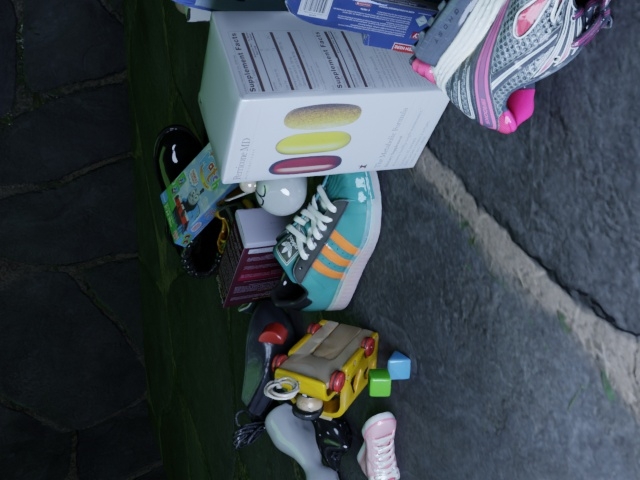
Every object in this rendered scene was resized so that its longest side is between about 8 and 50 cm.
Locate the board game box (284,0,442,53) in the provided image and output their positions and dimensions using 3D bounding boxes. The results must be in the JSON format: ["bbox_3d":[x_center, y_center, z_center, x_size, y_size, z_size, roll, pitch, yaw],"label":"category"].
[{"bbox_3d":[0.047,-0.297,0.793,0.060,0.194,0.194,114,157,-50],"label":"board game box"}]

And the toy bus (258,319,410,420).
[{"bbox_3d":[0.005,0.192,0.998,0.191,0.202,0.104,-130,37,-62],"label":"toy bus"}]

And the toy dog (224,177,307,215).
[{"bbox_3d":[-0.103,-0.168,1.110,0.334,0.160,0.220,-111,27,-73],"label":"toy dog"}]

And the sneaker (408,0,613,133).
[{"bbox_3d":[0.185,-0.205,0.553,0.112,0.121,0.299,47,148,9],"label":"sneaker"}]

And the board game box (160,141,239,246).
[{"bbox_3d":[-0.272,-0.112,1.656,0.211,0.039,0.160,-42,49,20],"label":"board game box"}]

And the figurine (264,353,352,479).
[{"bbox_3d":[-0.015,0.336,1.249,0.209,0.092,0.215,54,146,44],"label":"figurine"}]

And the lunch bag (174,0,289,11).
[{"bbox_3d":[-0.086,-0.375,0.916,0.115,0.303,0.243,-62,40,36],"label":"lunch bag"}]

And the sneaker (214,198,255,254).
[{"bbox_3d":[-0.179,0.020,1.553,0.084,0.083,0.215,-156,60,-63],"label":"sneaker"}]

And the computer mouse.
[{"bbox_3d":[-0.090,0.246,1.370,0.188,0.072,0.272,-19,-64,-67],"label":"computer mouse"}]

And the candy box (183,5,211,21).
[{"bbox_3d":[-0.130,-0.446,1.165,0.196,0.164,0.070,114,145,-54],"label":"candy box"}]

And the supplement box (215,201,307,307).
[{"bbox_3d":[-0.103,0.030,1.300,0.239,0.130,0.073,118,139,-54],"label":"supplement box"}]

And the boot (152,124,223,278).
[{"bbox_3d":[-0.320,-0.100,1.803,0.260,0.131,0.348,-141,43,-64],"label":"boot"}]

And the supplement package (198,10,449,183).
[{"bbox_3d":[-0.001,-0.164,0.825,0.139,0.244,0.134,112,144,-52],"label":"supplement package"}]

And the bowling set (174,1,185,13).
[{"bbox_3d":[-0.229,-0.485,1.335,0.154,0.199,0.287,-95,9,-50],"label":"bowling set"}]

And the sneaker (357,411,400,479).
[{"bbox_3d":[0.089,0.299,1.016,0.134,0.050,0.070,99,152,-43],"label":"sneaker"}]

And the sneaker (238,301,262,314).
[{"bbox_3d":[-0.136,0.057,1.450,0.064,0.086,0.192,-179,82,-68],"label":"sneaker"}]

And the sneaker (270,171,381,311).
[{"bbox_3d":[0.000,0.000,1.042,0.302,0.121,0.108,104,150,-41],"label":"sneaker"}]
